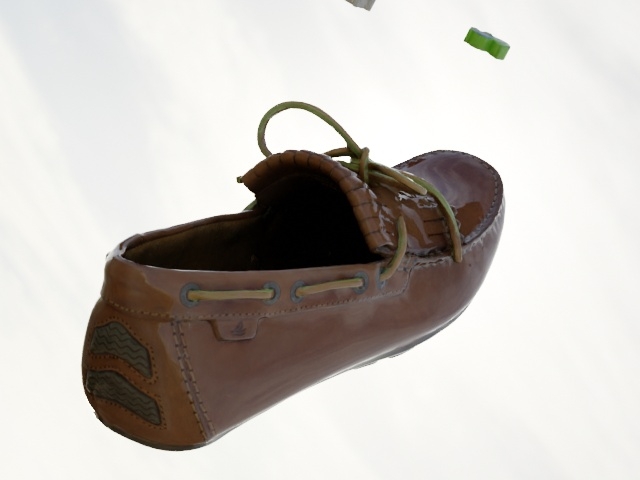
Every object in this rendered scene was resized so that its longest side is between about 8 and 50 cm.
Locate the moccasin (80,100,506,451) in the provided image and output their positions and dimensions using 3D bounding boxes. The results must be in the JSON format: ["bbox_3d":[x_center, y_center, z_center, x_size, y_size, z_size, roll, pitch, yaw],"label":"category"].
[{"bbox_3d":[-0.002,-0.001,1.031,0.139,0.380,0.147,23,-61,37],"label":"moccasin"}]

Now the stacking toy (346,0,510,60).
[{"bbox_3d":[0.141,-0.295,1.708,0.221,0.167,0.052,21,25,-18],"label":"stacking toy"}]
